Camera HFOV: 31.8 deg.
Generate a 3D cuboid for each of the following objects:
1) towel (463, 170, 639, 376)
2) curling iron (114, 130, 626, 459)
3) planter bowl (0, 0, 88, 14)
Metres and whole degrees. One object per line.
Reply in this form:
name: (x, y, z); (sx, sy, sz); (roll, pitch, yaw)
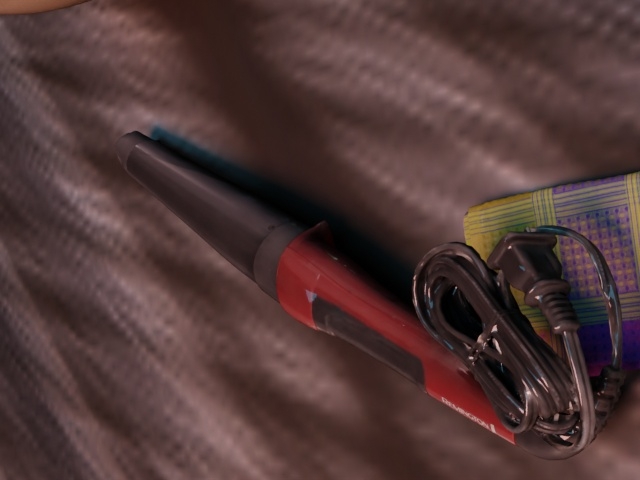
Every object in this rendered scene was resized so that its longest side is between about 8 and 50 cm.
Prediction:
towel: (0.079, 0.012, 0.342); (0.083, 0.009, 0.060); (-14, 78, 44)
curling iron: (0.000, 0.000, 0.401); (0.274, 0.035, 0.068); (26, 114, 50)
planter bowl: (-0.107, -0.167, 0.465); (0.162, 0.109, 0.162); (-1, 88, 45)
